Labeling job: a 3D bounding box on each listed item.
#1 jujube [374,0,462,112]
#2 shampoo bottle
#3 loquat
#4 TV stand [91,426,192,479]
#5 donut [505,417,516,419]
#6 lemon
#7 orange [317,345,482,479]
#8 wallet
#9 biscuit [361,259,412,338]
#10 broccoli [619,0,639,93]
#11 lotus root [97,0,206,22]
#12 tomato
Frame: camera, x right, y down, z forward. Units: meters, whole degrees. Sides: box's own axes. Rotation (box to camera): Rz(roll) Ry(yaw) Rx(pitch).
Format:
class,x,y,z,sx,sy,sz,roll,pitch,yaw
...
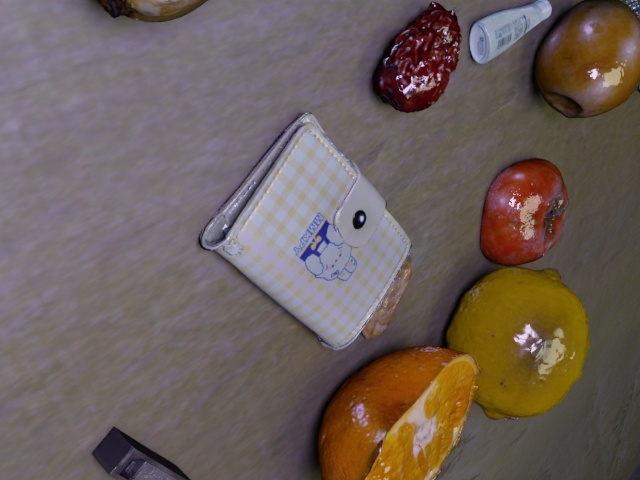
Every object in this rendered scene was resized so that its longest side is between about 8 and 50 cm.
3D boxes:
class,x,y,z,sx,sy,sz,roll,pitch,yaw
jujube,0.141,-0.243,0.906,0.166,0.104,0.104,-51,137,-19
shampoo bottle,0.313,-0.351,1.079,0.190,0.041,0.069,-34,125,-32
loquat,0.481,-0.323,1.171,0.227,0.179,0.179,-57,139,-15
TV stand,-0.193,0.319,0.862,0.040,0.049,0.256,-50,138,-15
donut,0.457,0.367,1.565,0.166,0.065,0.117,-9,113,-43
lemon,0.365,0.190,1.241,0.260,0.260,0.284,-14,114,-43
orange,0.126,0.315,1.052,0.310,0.274,0.274,-78,154,-43
wallet,0.000,0.000,0.901,0.223,0.077,0.309,-52,137,-10
biscuit,0.110,0.098,1.099,0.071,0.018,0.147,30,86,-51
broccoli,0.619,-0.402,1.291,0.198,0.226,0.176,-52,163,20
lotus root,-0.106,-0.310,0.571,0.278,0.154,0.154,-58,139,-13
tomato,0.411,-0.050,1.291,0.237,0.095,0.237,-22,123,-39
